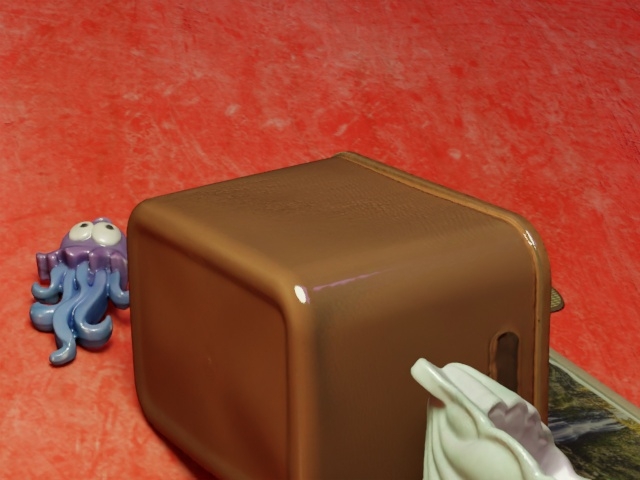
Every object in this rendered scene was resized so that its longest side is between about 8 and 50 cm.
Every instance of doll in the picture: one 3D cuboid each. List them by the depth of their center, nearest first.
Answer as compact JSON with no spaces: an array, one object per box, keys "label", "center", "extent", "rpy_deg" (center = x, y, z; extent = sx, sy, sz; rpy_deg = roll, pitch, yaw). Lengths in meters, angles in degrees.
[{"label":"doll","center":[-0.229,0.045,1.590],"extent":[0.110,0.067,0.206],"rpy_deg":[4,42,1]}]

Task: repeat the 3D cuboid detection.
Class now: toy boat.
[{"label":"toy boat","center":[0.164,0.200,1.158],"extent":[0.290,0.100,0.199],"rpy_deg":[45,5,37]}]

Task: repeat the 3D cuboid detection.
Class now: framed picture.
[{"label":"framed picture","center":[0.215,0.171,1.523],"extent":[0.240,0.020,0.324],"rpy_deg":[1,22,-34]}]

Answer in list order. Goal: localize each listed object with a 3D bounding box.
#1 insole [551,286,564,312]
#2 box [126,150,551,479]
[{"label":"insole","center":[0.158,0.071,1.753],"extent":[0.253,0.005,0.086],"rpy_deg":[-10,39,-33]},{"label":"box","center":[0.002,0.081,1.397],"extent":[0.229,0.239,0.339],"rpy_deg":[-11,20,-29]}]
